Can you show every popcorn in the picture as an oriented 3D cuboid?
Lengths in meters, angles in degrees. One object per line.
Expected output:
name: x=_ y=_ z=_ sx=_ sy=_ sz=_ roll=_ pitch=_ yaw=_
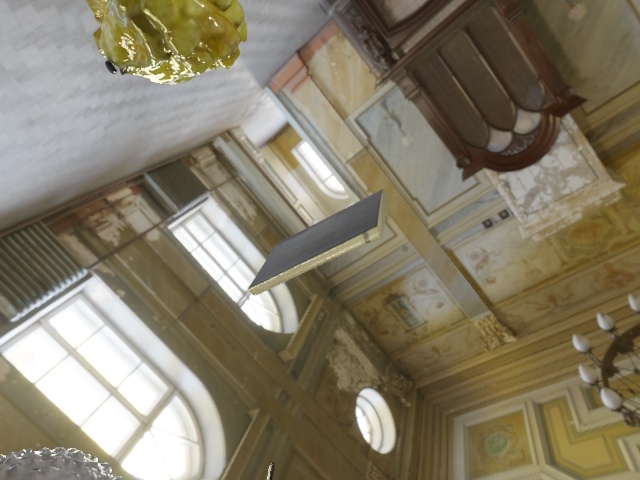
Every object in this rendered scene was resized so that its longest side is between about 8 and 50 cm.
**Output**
popcorn: x=-0.266 y=-0.377 z=0.700 sx=0.286 sy=0.252 sz=0.216 roll=0 pitch=-113 yaw=42

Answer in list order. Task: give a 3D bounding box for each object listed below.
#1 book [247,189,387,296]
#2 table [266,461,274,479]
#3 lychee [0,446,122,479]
book: x=0.000 y=0.000 z=0.776 sx=0.269 sy=0.025 sz=0.191 roll=-26 pitch=-162 yaw=22
table: x=-0.082 y=0.857 z=1.240 sx=0.249 sy=0.317 sz=0.317 roll=-63 pitch=178 yaw=28
lychee: x=-0.523 y=0.553 z=0.708 sx=0.380 sy=0.380 sz=0.432 roll=-44 pitch=-165 yaw=-22
